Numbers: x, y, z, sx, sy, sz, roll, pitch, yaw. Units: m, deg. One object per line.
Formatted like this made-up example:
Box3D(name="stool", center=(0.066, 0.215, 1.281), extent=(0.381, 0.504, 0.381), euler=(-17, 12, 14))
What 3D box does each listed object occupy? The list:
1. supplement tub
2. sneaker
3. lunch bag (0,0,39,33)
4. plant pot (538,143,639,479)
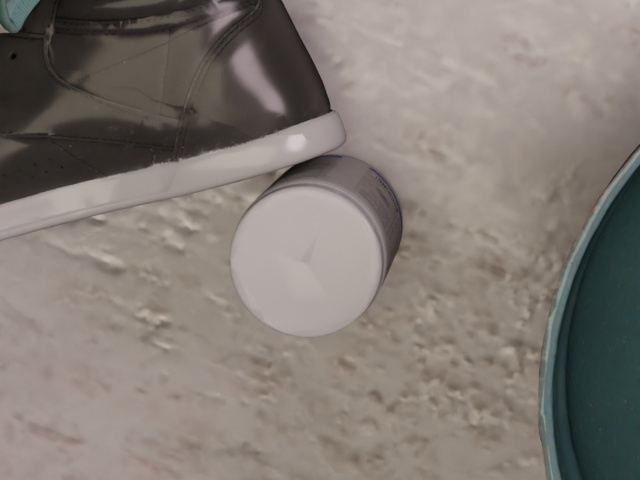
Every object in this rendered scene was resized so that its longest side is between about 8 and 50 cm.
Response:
Box3D(name="supplement tub", center=(0.000, 0.000, 0.747), extent=(0.071, 0.107, 0.071), euler=(2, 101, 8))
Box3D(name="sneaker", center=(-0.147, -0.076, 0.762), extent=(0.295, 0.104, 0.147), euler=(-15, 96, 5))
Box3D(name="lunch bag", center=(-0.126, -0.259, 0.672), extent=(0.223, 0.160, 0.262), euler=(39, 79, 17))
Box3D(name="plant pot", center=(0.241, 0.043, 0.674), extent=(0.293, 0.196, 0.293), euler=(2, 101, 9))
